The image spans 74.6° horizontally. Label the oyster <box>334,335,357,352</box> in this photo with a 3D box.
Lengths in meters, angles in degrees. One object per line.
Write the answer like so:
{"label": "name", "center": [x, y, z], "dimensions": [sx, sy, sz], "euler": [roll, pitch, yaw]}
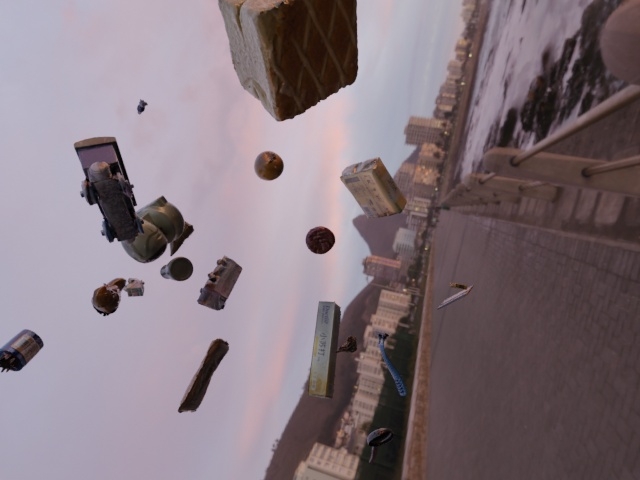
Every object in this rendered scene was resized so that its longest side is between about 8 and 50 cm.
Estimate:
{"label": "oyster", "center": [0.094, 0.331, 1.325], "dimensions": [0.132, 0.029, 0.086], "euler": [-1, -45, -52]}

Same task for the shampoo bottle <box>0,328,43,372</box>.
{"label": "shampoo bottle", "center": [-0.922, 0.341, 1.285], "dimensions": [0.050, 0.087, 0.183], "euler": [-37, 16, -1]}

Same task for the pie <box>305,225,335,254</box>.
{"label": "pie", "center": [0.000, 0.000, 2.033], "dimensions": [0.036, 0.155, 0.154], "euler": [-88, 2, -59]}

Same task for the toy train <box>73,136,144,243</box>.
{"label": "toy train", "center": [-0.608, -0.134, 1.216], "dimensions": [0.131, 0.202, 0.299], "euler": [-18, -35, -22]}

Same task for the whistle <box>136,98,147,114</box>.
{"label": "whistle", "center": [-0.680, -0.506, 1.600], "dimensions": [0.083, 0.033, 0.029], "euler": [-31, 29, 50]}

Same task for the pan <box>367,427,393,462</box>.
{"label": "pan", "center": [0.234, 0.845, 1.741], "dimensions": [0.040, 0.115, 0.212], "euler": [-118, 35, -53]}

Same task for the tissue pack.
{"label": "tissue pack", "center": [0.196, -0.193, 1.572], "dimensions": [0.222, 0.186, 0.090], "euler": [53, -125, -22]}

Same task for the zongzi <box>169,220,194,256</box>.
{"label": "zongzi", "center": [-0.709, -0.040, 1.942], "dimensions": [0.178, 0.189, 0.081], "euler": [-58, 0, -24]}

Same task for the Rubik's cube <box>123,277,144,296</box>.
{"label": "Rubik's cube", "center": [-0.803, 0.197, 1.816], "dimensions": [0.073, 0.084, 0.075], "euler": [-101, 31, -43]}

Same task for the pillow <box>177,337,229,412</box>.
{"label": "pillow", "center": [-0.315, 0.368, 1.148], "dimensions": [0.135, 0.034, 0.211], "euler": [72, -138, -66]}

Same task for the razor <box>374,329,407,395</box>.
{"label": "razor", "center": [0.258, 0.450, 1.533], "dimensions": [0.253, 0.042, 0.082], "euler": [67, 160, -5]}

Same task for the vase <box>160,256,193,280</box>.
{"label": "vase", "center": [-0.535, 0.109, 1.537], "dimensions": [0.214, 0.086, 0.086], "euler": [-12, 57, 57]}

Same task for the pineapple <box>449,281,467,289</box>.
{"label": "pineapple", "center": [0.471, 0.156, 1.453], "dimensions": [0.083, 0.045, 0.019], "euler": [14, -97, -38]}

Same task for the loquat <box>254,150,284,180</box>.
{"label": "loquat", "center": [-0.232, -0.332, 1.884], "dimensions": [0.141, 0.141, 0.141], "euler": [12, -90, -76]}

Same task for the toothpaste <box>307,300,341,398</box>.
{"label": "toothpaste", "center": [0.018, 0.365, 1.421], "dimensions": [0.089, 0.071, 0.312], "euler": [48, -135, -60]}

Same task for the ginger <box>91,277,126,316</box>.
{"label": "ginger", "center": [-0.894, 0.238, 1.774], "dimensions": [0.309, 0.107, 0.132], "euler": [-173, 84, -72]}

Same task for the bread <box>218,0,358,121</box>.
{"label": "bread", "center": [-0.085, -0.644, 1.354], "dimensions": [0.371, 0.279, 0.390], "euler": [-38, -29, -19]}

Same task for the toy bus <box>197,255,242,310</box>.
{"label": "toy bus", "center": [-0.457, 0.189, 1.939], "dimensions": [0.112, 0.138, 0.317], "euler": [-57, 9, 24]}

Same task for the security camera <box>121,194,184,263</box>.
{"label": "security camera", "center": [-0.688, -0.028, 1.705], "dimensions": [0.191, 0.197, 0.277], "euler": [57, -158, -22]}

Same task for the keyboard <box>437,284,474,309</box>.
{"label": "keyboard", "center": [0.526, 0.225, 1.647], "dimensions": [0.064, 0.010, 0.198], "euler": [-40, -7, -30]}
